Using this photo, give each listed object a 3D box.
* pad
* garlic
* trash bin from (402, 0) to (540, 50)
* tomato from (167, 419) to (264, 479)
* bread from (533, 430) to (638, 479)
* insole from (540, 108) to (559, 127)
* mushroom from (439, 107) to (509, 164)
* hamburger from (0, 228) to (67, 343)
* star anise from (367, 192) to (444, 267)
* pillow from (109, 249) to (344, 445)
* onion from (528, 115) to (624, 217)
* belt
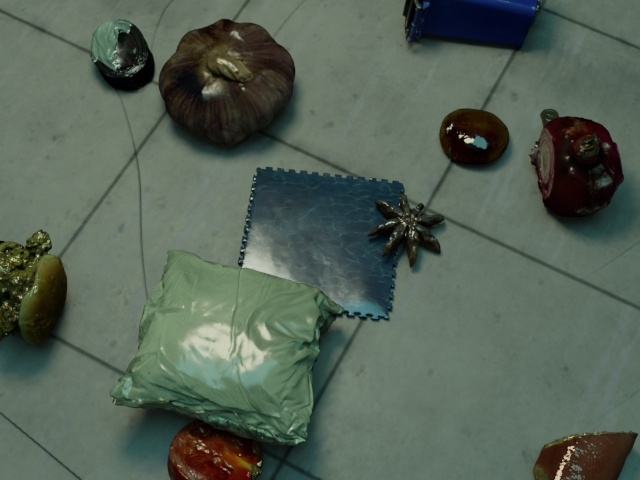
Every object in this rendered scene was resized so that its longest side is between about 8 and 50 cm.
[{"bbox_3d":[0.000,0.000,1.756,0.269,0.012,0.269,5,63,3],"label":"pad"},{"bbox_3d":[-0.168,-0.289,1.822,0.245,0.160,0.245,-4,65,8],"label":"garlic"},{"bbox_3d":[0.276,-0.443,1.908,0.234,0.162,0.184,13,64,0],"label":"trash bin"},{"bbox_3d":[-0.159,0.341,1.540,0.139,0.091,0.159,21,34,2],"label":"tomato"},{"bbox_3d":[0.381,0.346,1.546,0.119,0.067,0.192,25,65,12],"label":"bread"},{"bbox_3d":[0.420,-0.179,1.853,0.045,0.002,0.135,-5,63,-3],"label":"insole"},{"bbox_3d":[0.271,-0.186,1.830,0.123,0.052,0.123,0,59,0],"label":"mushroom"},{"bbox_3d":[-0.462,0.072,1.639,0.131,0.159,0.185,13,84,11],"label":"hamburger"},{"bbox_3d":[0.144,-0.022,1.743,0.141,0.042,0.141,3,63,-5],"label":"star anise"},{"bbox_3d":[-0.136,0.167,1.590,0.310,0.138,0.283,15,55,7],"label":"pillow"},{"bbox_3d":[0.442,-0.131,1.723,0.135,0.198,0.173,-6,81,-10],"label":"onion"},{"bbox_3d":[-0.363,-0.338,1.905,0.105,0.058,0.140,-22,69,-5],"label":"belt"}]
